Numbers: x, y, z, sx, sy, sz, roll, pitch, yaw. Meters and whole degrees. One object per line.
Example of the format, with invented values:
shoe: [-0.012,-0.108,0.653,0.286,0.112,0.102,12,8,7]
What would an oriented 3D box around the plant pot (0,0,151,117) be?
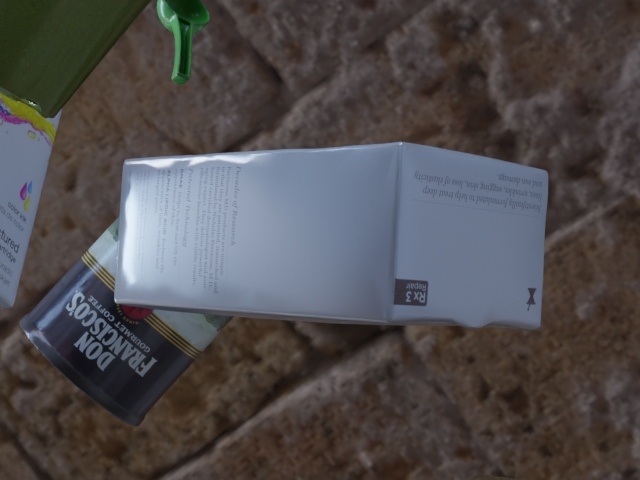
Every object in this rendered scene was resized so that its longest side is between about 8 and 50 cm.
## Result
plant pot: [-0.096,-0.088,0.418,0.079,0.083,0.083,-61,6,-2]

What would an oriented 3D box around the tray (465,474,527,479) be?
tray: [0.301,0.270,1.011,0.411,0.076,0.203,3,0,22]

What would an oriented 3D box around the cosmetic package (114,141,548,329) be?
cosmetic package: [0.000,0.000,1.143,0.385,0.156,0.217,-1,-5,43]

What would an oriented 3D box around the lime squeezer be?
lime squeezer: [-0.121,-0.278,1.211,0.110,0.059,0.310,128,160,-66]

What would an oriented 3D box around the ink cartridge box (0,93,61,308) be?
ink cartridge box: [-0.313,-0.109,0.954,0.117,0.201,0.278,-6,58,20]

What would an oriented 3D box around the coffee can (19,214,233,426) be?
coffee can: [-0.217,0.068,1.535,0.275,0.201,0.201,-48,5,-5]
